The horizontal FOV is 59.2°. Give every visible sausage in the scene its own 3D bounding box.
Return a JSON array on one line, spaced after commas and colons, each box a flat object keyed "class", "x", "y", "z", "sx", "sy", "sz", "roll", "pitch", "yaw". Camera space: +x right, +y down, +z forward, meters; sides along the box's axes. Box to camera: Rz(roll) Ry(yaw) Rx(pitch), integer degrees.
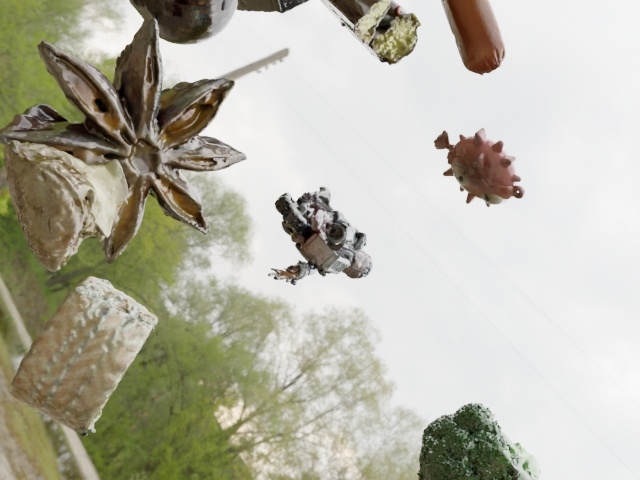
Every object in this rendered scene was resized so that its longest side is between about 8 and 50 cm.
[{"class": "sausage", "x": 0.330, "y": -0.542, "z": 1.283, "sx": 0.094, "sy": 0.097, "sz": 0.348, "roll": 28, "pitch": 45, "yaw": -70}]

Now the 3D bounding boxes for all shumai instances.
[{"class": "shumai", "x": -0.270, "y": -0.049, "z": 0.615, "sx": 0.145, "sy": 0.116, "sz": 0.145, "roll": 34, "pitch": -47, "yaw": 47}]

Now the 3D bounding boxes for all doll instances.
[{"class": "doll", "x": 0.383, "y": -0.180, "z": 1.365, "sx": 0.262, "sy": 0.093, "sz": 0.211, "roll": 43, "pitch": -29, "yaw": 19}]

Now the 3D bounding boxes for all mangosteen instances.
[{"class": "mangosteen", "x": -0.287, "y": -0.472, "z": 1.005, "sx": 0.231, "sy": 0.289, "sz": 0.231, "roll": 25, "pitch": -61, "yaw": 57}]

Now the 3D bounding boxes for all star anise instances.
[{"class": "star anise", "x": -0.254, "y": -0.127, "z": 0.752, "sx": 0.117, "sy": 0.331, "sz": 0.332, "roll": 31, "pitch": -36, "yaw": 47}]

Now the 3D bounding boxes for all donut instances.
[{"class": "donut", "x": 0.078, "y": -0.526, "z": 1.214, "sx": 0.259, "sy": 0.136, "sz": 0.345, "roll": 51, "pitch": 15, "yaw": 15}]

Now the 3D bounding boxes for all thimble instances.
[{"class": "thimble", "x": -0.369, "y": 0.181, "z": 0.898, "sx": 0.148, "sy": 0.229, "sz": 0.196, "roll": 33, "pitch": 7, "yaw": -10}]

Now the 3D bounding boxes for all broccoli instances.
[{"class": "broccoli", "x": 0.328, "y": 0.495, "z": 1.164, "sx": 0.308, "sy": 0.275, "sz": 0.308, "roll": -5, "pitch": -97, "yaw": 48}]

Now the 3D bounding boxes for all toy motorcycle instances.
[{"class": "toy motorcycle", "x": 0.000, "y": 0.000, "z": 1.009, "sx": 0.207, "sy": 0.134, "sz": 0.401, "roll": 51, "pitch": 11, "yaw": 5}]

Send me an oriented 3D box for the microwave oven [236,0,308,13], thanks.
[{"class": "microwave oven", "x": -0.069, "y": -0.795, "z": 1.483, "sx": 0.374, "sy": 0.432, "sz": 0.236, "roll": 27, "pitch": -37, "yaw": 43}]
